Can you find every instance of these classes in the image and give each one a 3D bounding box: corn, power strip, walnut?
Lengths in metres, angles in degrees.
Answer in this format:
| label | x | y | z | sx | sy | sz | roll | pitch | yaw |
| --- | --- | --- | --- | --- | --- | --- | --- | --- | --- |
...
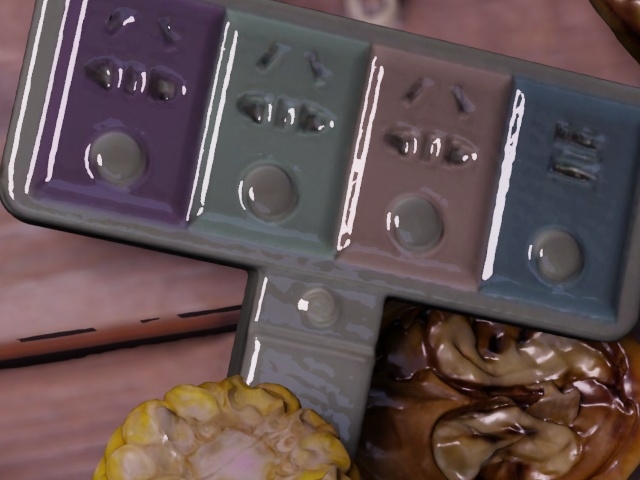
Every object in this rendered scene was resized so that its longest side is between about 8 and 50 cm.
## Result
| label | x | y | z | sx | sy | sz | roll | pitch | yaw |
| --- | --- | --- | --- | --- | --- | --- | --- | --- | --- |
| corn | -0.036 | 0.164 | 0.497 | 0.101 | 0.101 | 0.310 | -6 | 136 | -4 |
| power strip | 0.000 | 0.000 | 0.493 | 0.216 | 0.061 | 0.145 | 13 | 85 | -9 |
| walnut | 0.060 | 0.061 | 0.540 | 0.121 | 0.052 | 0.091 | 2 | 72 | -5 |

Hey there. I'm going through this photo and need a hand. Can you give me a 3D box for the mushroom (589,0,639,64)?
| label | x | y | z | sx | sy | sz | roll | pitch | yaw |
| --- | --- | --- | --- | --- | --- | --- | --- | --- | --- |
| mushroom | 0.189 | -0.183 | 0.467 | 0.100 | 0.081 | 0.312 | 23 | 102 | -18 |
